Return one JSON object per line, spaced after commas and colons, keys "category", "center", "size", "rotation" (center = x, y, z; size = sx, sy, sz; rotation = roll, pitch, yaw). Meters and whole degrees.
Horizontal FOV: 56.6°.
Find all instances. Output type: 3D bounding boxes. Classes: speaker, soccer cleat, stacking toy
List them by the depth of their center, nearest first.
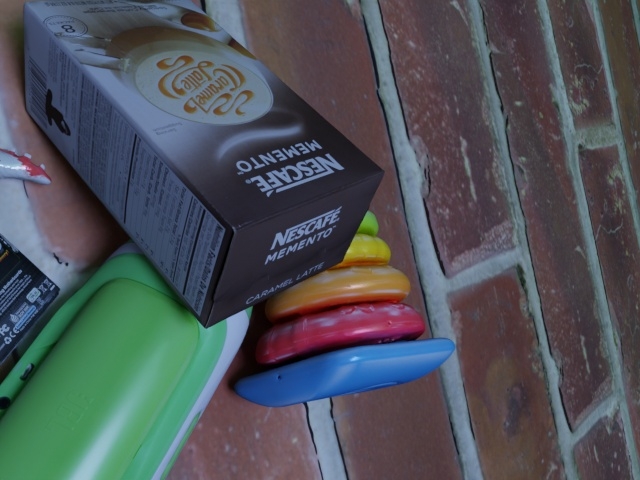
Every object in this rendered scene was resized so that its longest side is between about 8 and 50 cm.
{"category": "speaker", "center": [-0.163, 0.136, 0.418], "size": [0.131, 0.131, 0.297], "rotation": [46, 57, -28]}
{"category": "soccer cleat", "center": [-0.244, -0.056, 0.439], "size": [0.083, 0.029, 0.036], "rotation": [29, 74, -33]}
{"category": "stacking toy", "center": [0.000, 0.000, 0.591], "size": [0.165, 0.175, 0.302], "rotation": [3, 68, -42]}

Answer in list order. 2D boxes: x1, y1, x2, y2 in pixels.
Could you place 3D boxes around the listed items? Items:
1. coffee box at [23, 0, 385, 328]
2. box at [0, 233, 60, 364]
{"category": "coffee box", "center": [-0.093, -0.074, 0.441], "size": [0.141, 0.098, 0.246], "rotation": [-26, 61, -41]}
{"category": "box", "center": [-0.280, 0.036, 0.347], "size": [0.184, 0.045, 0.191], "rotation": [50, 37, -24]}
